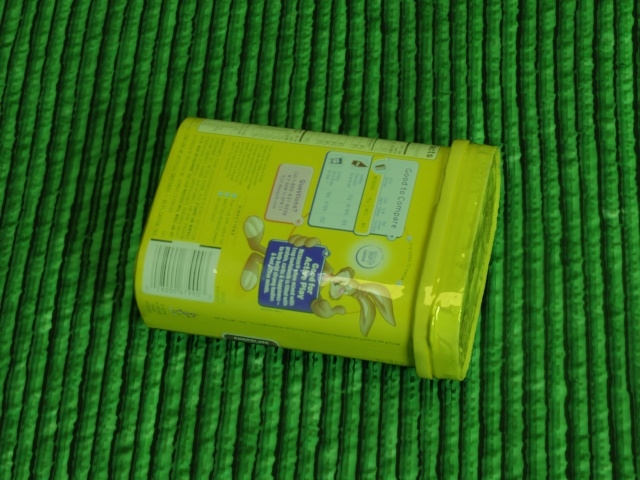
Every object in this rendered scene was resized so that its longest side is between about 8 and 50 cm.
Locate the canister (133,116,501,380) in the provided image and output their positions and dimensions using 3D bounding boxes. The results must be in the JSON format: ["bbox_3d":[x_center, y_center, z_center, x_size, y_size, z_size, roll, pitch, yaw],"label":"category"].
[{"bbox_3d":[0.000,0.000,0.865,0.170,0.073,0.126,8,59,12],"label":"canister"}]
